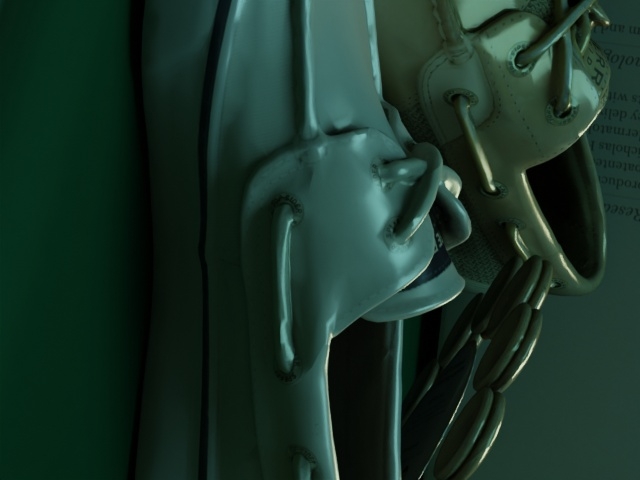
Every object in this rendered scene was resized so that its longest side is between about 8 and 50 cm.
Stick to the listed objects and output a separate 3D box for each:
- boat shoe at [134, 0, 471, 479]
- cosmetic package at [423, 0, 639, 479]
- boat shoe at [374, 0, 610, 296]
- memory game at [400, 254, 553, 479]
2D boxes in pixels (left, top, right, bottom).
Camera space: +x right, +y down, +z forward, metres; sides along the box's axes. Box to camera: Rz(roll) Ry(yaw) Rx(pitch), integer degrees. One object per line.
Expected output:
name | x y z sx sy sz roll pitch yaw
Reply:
boat shoe | 0.000 0.000 0.435 0.096 0.088 0.268 -21 119 -67
cosmetic package | 0.165 -0.031 0.768 0.217 0.156 0.385 -36 132 -65
boat shoe | 0.065 -0.077 0.557 0.302 0.098 0.109 73 33 -51
memory game | 0.039 0.085 0.567 0.186 0.012 0.186 -60 -179 3
